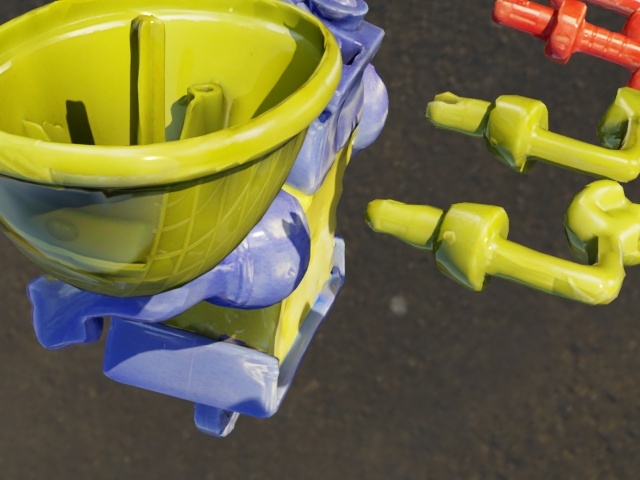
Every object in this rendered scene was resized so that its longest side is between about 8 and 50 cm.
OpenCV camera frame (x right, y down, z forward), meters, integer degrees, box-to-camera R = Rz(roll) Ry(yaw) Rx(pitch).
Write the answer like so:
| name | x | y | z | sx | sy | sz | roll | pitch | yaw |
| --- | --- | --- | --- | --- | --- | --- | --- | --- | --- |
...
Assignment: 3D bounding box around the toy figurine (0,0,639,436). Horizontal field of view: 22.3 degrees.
| name | x | y | z | sx | sy | sz | roll | pitch | yaw |
| --- | --- | --- | --- | --- | --- | --- | --- | --- | --- |
| toy figurine | 0.000 | 0.000 | 0.546 | 0.191 | 0.362 | 0.217 | 20 | 119 | 3 |
